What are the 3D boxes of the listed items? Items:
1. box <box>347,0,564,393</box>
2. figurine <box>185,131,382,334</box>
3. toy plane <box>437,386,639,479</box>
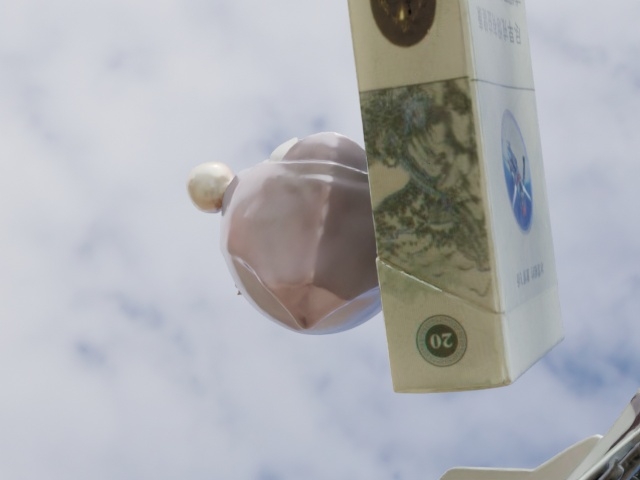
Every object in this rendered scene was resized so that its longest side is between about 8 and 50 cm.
[{"bbox_3d":[0.081,-0.052,0.753,0.069,0.164,0.257,-6,-88,21],"label":"box"},{"bbox_3d":[0.000,0.000,0.924,0.200,0.276,0.133,11,-93,2],"label":"figurine"},{"bbox_3d":[0.137,0.086,0.529,0.234,0.160,0.082,-43,-108,38],"label":"toy plane"}]
